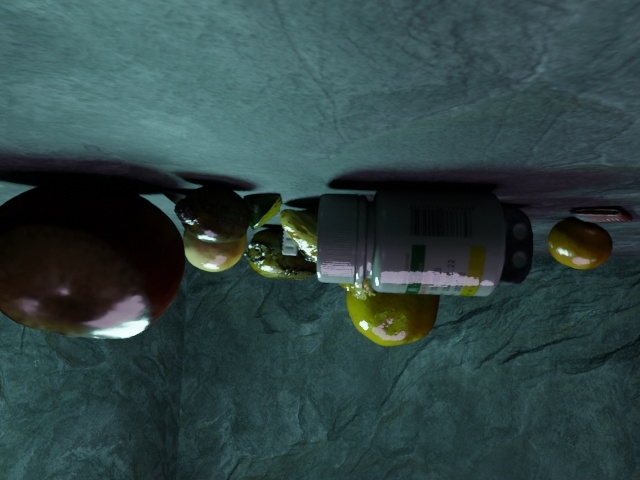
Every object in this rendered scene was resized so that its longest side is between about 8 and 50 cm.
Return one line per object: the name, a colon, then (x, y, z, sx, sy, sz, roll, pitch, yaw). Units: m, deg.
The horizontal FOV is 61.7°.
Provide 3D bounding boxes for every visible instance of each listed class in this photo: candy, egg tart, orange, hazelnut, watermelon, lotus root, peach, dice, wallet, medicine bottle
candy: (-0.308, -0.092, 1.226, 0.088, 0.038, 0.136, 15, 170, 7)
egg tart: (0.040, 0.011, 1.349, 0.319, 0.128, 0.319, 41, 170, 9)
orange: (0.675, 0.012, 1.400, 0.156, 0.123, 0.156, 6, -155, -3)
hazelnut: (-0.504, 0.044, 1.168, 0.410, 0.358, 0.359, 11, 176, 0)
watermelon: (-0.137, -0.061, 1.266, 0.092, 0.075, 0.181, -1, 175, -7)
lotus root: (-0.216, -0.054, 1.102, 0.120, 0.120, 0.210, 0, 176, 28)
peach: (-0.291, -0.002, 1.494, 0.185, 0.184, 0.184, 2, 176, 0)
orange: (0.209, 0.158, 1.513, 0.279, 0.278, 0.235, 5, 155, -34)
dice: (0.374, 0.011, 1.258, 0.183, 0.181, 0.183, 4, 177, -16)
lotus root: (-0.139, 0.053, 2.016, 0.179, 0.195, 0.398, -5, 173, 31)
wallet: (0.667, -0.057, 1.267, 0.103, 0.020, 0.197, 1, 177, 38)
medicine bottle: (0.166, 0.002, 1.053, 0.340, 0.208, 0.208, 2, 176, 3)

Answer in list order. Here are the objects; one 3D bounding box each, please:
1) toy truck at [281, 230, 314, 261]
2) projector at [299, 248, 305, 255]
toy truck: (0.029, -0.008, 1.576, 0.286, 0.136, 0.111, 4, -164, -8)
projector: (0.088, 0.009, 1.838, 0.338, 0.108, 0.108, 3, 176, -39)
